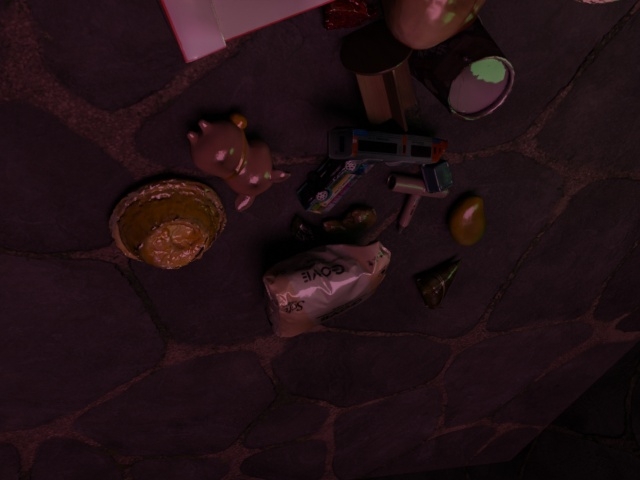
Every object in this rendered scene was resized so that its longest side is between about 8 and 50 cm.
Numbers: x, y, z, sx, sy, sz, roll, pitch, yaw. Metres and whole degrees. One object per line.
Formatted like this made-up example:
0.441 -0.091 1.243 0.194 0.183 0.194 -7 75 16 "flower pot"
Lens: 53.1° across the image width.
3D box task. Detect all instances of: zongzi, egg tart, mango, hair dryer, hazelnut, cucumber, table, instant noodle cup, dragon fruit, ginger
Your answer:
0.435 0.157 2.262 0.184 0.084 0.187 -34 146 -3 "zongzi"
-0.389 -0.025 1.662 0.315 0.120 0.315 -13 138 -12 "egg tart"
0.465 -0.062 2.039 0.122 0.085 0.191 -16 130 8 "mango"
0.250 -0.106 1.925 0.195 0.054 0.220 7 138 -29 "hair dryer"
0.219 -0.537 1.335 0.261 0.241 0.261 -29 134 -35 "hazelnut"
-0.003 0.001 1.905 0.067 0.067 0.245 -40 137 19 "cucumber"
0.153 -0.370 1.514 0.167 0.167 0.227 -24 143 1 "table"
0.331 -0.411 1.511 0.217 0.207 0.217 -14 139 -12 "instant noodle cup"
0.063 -0.517 1.406 0.131 0.063 0.097 -10 173 -9 "dragon fruit"
0.090 -0.058 1.879 0.165 0.067 0.096 -12 159 -12 "ginger"

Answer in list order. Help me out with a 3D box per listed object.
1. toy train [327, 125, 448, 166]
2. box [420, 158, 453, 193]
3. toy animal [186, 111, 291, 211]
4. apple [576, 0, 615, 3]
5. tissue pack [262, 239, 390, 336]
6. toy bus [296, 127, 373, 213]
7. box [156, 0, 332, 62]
0.183 -0.232 1.626 0.409 0.086 0.089 -3 95 -46 "toy train"
0.337 -0.185 1.829 0.074 0.054 0.099 -27 112 -19 "box"
-0.211 -0.205 1.541 0.165 0.149 0.248 -30 129 31 "toy animal"
0.599 -0.670 1.337 0.258 0.233 0.295 -17 154 24 "apple"
0.009 0.132 1.917 0.375 0.195 0.390 -19 160 -8 "tissue pack"
0.051 -0.180 1.722 0.109 0.091 0.261 18 127 -45 "toy bus"
-0.172 -0.544 1.064 0.300 0.314 0.312 -23 139 -4 "box"
